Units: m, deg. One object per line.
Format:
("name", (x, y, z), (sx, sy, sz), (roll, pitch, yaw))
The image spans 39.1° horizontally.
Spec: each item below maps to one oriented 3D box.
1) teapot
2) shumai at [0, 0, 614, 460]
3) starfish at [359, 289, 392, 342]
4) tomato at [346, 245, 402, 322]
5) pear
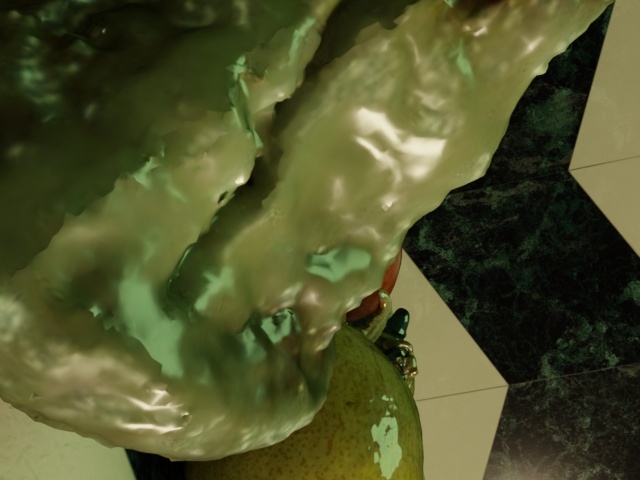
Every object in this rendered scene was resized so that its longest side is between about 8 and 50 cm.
("teapot", (0.068, 0.212, 1.353), (0.269, 0.173, 0.182), (-58, -174, -36))
("shumai", (-0.032, -0.122, 0.452), (0.324, 0.323, 0.397), (34, 29, -46))
("starfish", (-0.009, 0.242, 1.092), (0.357, 0.078, 0.347), (107, 2, -51))
("tomato", (0.000, 0.000, 1.122), (0.208, 0.208, 0.184), (-74, 170, -72))
("pear", (-0.019, 0.174, 0.787), (0.188, 0.228, 0.211), (20, 41, -34))
